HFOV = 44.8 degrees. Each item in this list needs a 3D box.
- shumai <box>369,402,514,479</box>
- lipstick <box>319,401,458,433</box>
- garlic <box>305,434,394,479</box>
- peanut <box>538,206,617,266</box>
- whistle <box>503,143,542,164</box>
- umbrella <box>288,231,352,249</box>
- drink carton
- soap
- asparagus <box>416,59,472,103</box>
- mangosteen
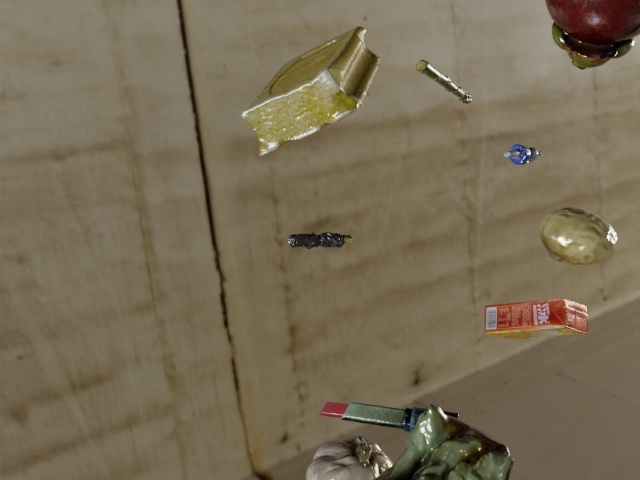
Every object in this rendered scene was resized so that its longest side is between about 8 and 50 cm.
[{"bbox_3d":[0.213,0.490,1.467,0.324,0.323,0.397,32,164,2],"label":"shumai"},{"bbox_3d":[0.149,0.393,1.732,0.312,0.051,0.051,6,-124,13],"label":"lipstick"},{"bbox_3d":[0.083,0.572,1.890,0.228,0.152,0.228,10,-140,-9],"label":"garlic"},{"bbox_3d":[0.487,-0.007,1.471,0.140,0.109,0.159,38,-160,18],"label":"peanut"},{"bbox_3d":[0.286,-0.122,1.110,0.033,0.029,0.083,-13,175,42],"label":"whistle"},{"bbox_3d":[0.000,0.000,1.732,0.144,0.037,0.040,-1,158,-15],"label":"umbrella"},{"bbox_3d":[0.497,0.183,1.802,0.096,0.071,0.223,17,161,-37],"label":"drink carton"},{"bbox_3d":[-0.011,-0.278,1.403,0.199,0.091,0.315,-23,-160,24],"label":"soap"},{"bbox_3d":[0.222,-0.268,1.339,0.024,0.025,0.248,-12,170,28],"label":"asparagus"},{"bbox_3d":[0.404,-0.338,1.112,0.200,0.199,0.200,-7,-169,1],"label":"mangosteen"}]
